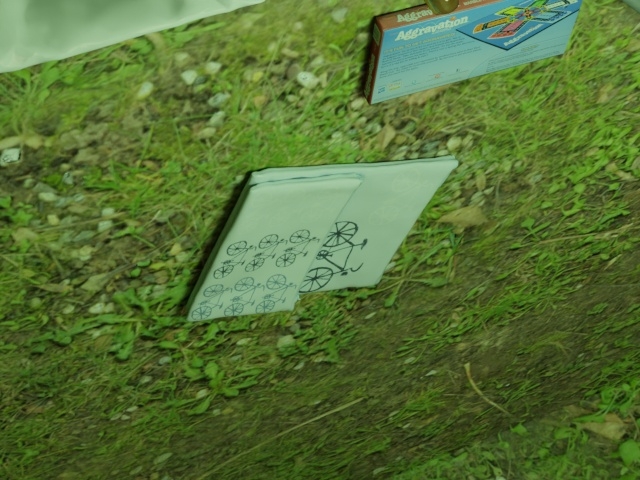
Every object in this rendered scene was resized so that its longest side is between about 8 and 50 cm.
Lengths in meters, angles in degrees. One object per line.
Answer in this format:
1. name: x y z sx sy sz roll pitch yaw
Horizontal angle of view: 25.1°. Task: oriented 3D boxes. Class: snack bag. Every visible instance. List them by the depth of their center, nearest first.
1. snack bag: 0.000 0.000 2.052 0.342 0.037 0.323 -6 145 -31

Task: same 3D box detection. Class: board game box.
1. board game box: 0.193 -0.256 1.793 0.281 0.027 0.145 -16 151 -16

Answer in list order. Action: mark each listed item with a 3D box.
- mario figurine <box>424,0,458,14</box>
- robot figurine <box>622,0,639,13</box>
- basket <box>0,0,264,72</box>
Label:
1. mario figurine: 0.253 -0.344 1.537 0.320 0.198 0.170 -33 138 22
2. robot figurine: 0.506 -0.331 1.730 0.300 0.200 0.353 -7 164 35
3. basket: -0.217 -0.339 1.099 0.331 0.266 0.328 -16 150 -14
